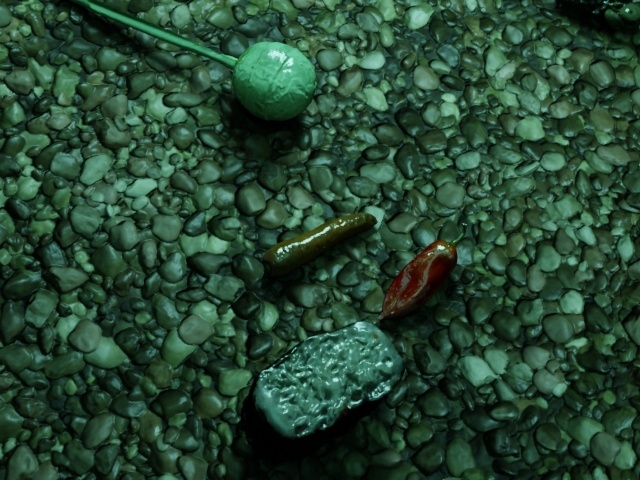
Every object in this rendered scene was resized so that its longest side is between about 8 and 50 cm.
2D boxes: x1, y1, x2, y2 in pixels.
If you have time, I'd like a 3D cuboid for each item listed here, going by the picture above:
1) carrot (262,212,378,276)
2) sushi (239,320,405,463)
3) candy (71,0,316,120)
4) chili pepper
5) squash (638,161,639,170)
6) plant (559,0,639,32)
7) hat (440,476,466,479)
[{"bbox_3d":[0.000,0.000,1.708,0.191,0.047,0.047,-27,72,-24],"label":"carrot"},{"bbox_3d":[-0.002,0.202,1.566,0.225,0.127,0.124,-29,72,-25],"label":"sushi"},{"bbox_3d":[-0.207,-0.302,1.797,0.439,0.119,0.119,24,65,13],"label":"candy"},{"bbox_3d":[0.151,0.050,1.699,0.059,0.050,0.191,43,80,9],"label":"chili pepper"},{"bbox_3d":[0.523,-0.055,1.783,0.090,0.075,0.200,-12,64,15],"label":"squash"},{"bbox_3d":[0.460,-0.398,1.932,0.174,0.085,0.087,30,104,2],"label":"plant"},{"bbox_3d":[0.192,0.392,1.530,0.147,0.085,0.175,-22,72,-16],"label":"hat"}]
